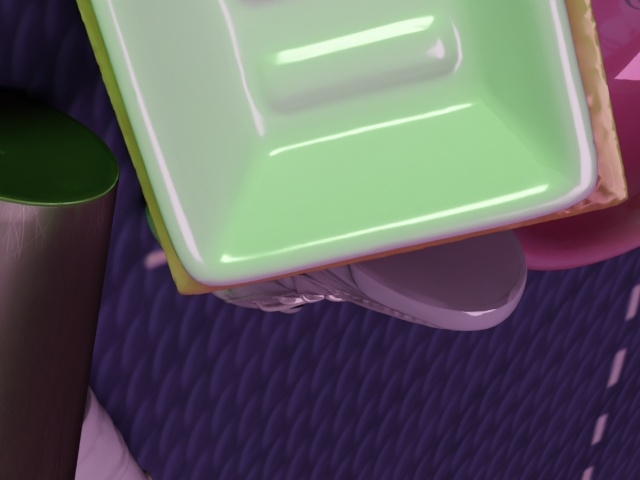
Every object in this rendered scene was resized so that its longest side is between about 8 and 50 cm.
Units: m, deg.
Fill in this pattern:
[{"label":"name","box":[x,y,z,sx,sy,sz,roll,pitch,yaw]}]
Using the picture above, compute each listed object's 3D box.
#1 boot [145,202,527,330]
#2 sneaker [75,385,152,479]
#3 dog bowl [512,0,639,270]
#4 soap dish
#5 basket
[{"label":"boot","box":[0.000,0.000,0.811,0.095,0.258,0.123,-44,154,-31]},{"label":"sneaker","box":[-0.244,0.230,0.942,0.292,0.108,0.169,-34,138,-8]},{"label":"dog bowl","box":[0.177,-0.154,0.867,0.408,0.150,0.408,-21,137,-21]},{"label":"soap dish","box":[0.002,-0.134,0.651,0.229,0.118,0.290,-13,111,10]},{"label":"basket","box":[-0.202,0.041,0.763,0.204,0.154,0.227,7,119,-31]}]
